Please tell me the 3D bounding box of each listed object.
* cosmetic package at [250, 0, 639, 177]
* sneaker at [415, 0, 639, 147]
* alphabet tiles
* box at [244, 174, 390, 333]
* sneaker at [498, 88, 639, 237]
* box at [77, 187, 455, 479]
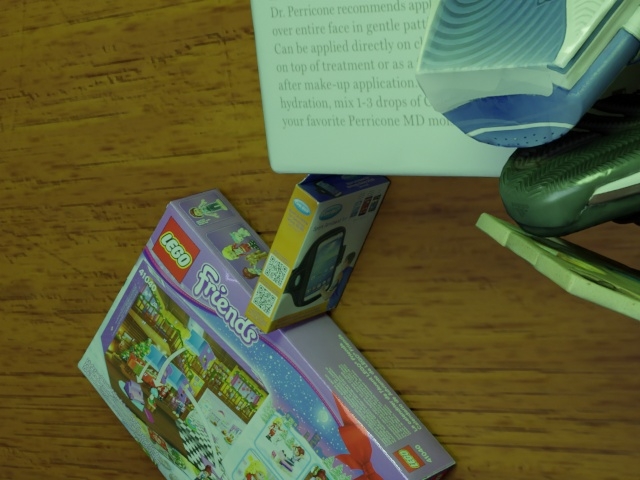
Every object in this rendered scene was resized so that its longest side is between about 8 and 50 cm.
[{"bbox_3d":[0.074,-0.273,1.099,0.230,0.161,0.453,4,105,41],"label":"cosmetic package"},{"bbox_3d":[0.197,-0.156,0.970,0.127,0.315,0.182,7,148,45],"label":"sneaker"},{"bbox_3d":[0.251,0.066,0.923,0.285,0.342,0.011,-130,63,-75],"label":"alphabet tiles"},{"bbox_3d":[0.000,0.000,1.298,0.028,0.081,0.136,41,126,25],"label":"box"},{"bbox_3d":[0.228,-0.010,0.975,0.106,0.281,0.163,16,123,57],"label":"sneaker"},{"bbox_3d":[-0.051,0.132,1.397,0.293,0.057,0.201,49,129,20],"label":"box"}]
